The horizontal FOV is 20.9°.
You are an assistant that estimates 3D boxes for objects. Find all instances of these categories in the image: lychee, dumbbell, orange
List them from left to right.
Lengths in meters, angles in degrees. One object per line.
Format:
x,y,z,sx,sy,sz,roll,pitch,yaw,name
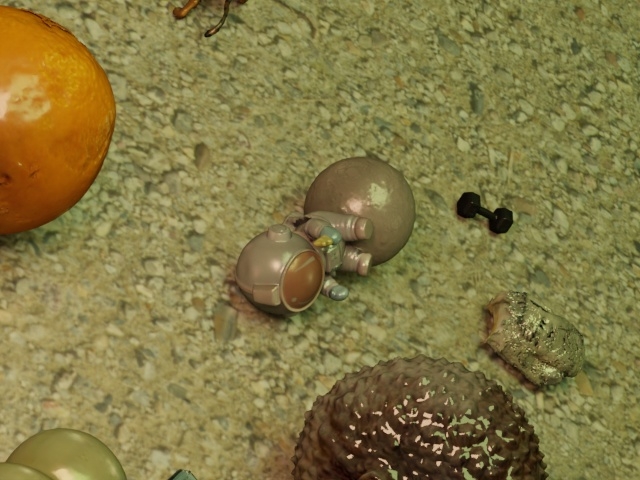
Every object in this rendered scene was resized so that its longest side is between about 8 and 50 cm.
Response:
-0.346,-0.129,1.848,0.246,0.246,0.246,23,47,-27,orange
0.117,0.261,1.926,0.300,0.300,0.300,23,47,-27,lychee
0.232,-0.039,2.440,0.083,0.040,0.036,24,78,-25,dumbbell

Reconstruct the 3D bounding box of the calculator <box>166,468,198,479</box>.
-0.177,0.302,1.837,0.057,0.018,0.172,52,39,1,calculator

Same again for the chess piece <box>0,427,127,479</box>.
-0.301,0.289,1.634,0.182,0.182,0.330,50,36,2,chess piece

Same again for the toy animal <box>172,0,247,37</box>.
-0.118,-0.362,2.317,0.114,0.116,0.255,22,48,-26,toy animal

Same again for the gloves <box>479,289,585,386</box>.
0.293,0.135,2.334,0.153,0.070,0.114,33,43,-21,gloves

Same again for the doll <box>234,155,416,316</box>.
0.000,0.000,2.139,0.151,0.151,0.287,51,47,3,doll
